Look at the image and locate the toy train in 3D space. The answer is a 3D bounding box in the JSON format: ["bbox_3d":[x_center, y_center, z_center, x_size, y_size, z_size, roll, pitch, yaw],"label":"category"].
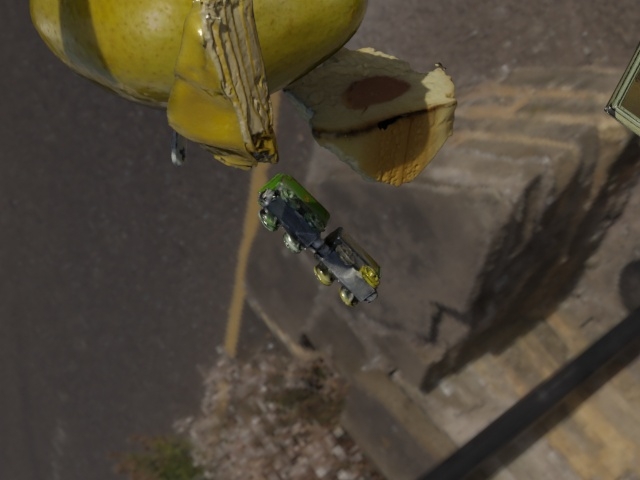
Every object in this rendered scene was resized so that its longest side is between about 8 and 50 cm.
[{"bbox_3d":[0.000,0.000,1.515,0.060,0.081,0.202,-38,109,22],"label":"toy train"}]

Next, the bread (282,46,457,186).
[{"bbox_3d":[0.083,-0.205,1.749,0.184,0.211,0.224,50,-175,37],"label":"bread"}]

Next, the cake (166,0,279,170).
[{"bbox_3d":[-0.079,-0.135,1.098,0.116,0.080,0.185,37,130,8],"label":"cake"}]

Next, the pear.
[{"bbox_3d":[-0.133,-0.248,1.413,0.386,0.340,0.191,-2,100,14],"label":"pear"}]

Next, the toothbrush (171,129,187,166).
[{"bbox_3d":[-0.192,-0.306,1.840,0.040,0.418,0.042,-4,160,16],"label":"toothbrush"}]

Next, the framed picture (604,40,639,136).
[{"bbox_3d":[0.531,-0.179,1.671,0.252,0.197,0.014,34,153,-4],"label":"framed picture"}]
